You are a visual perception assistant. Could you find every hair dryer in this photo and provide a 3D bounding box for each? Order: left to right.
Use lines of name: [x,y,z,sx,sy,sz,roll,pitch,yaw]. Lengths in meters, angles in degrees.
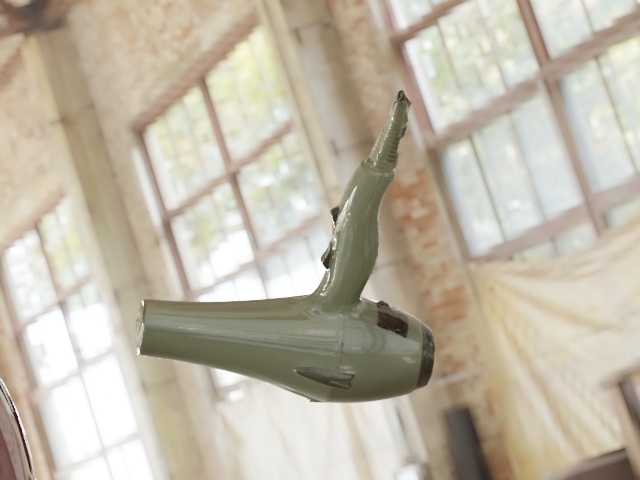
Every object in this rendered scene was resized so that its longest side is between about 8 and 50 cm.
hair dryer: [-0.034,0.016,1.360,0.229,0.267,0.092,-9,32,-2]

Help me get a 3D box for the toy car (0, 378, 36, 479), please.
toy car: [-0.206,0.149,0.443,0.271,0.341,0.240,-19,-7,5]
